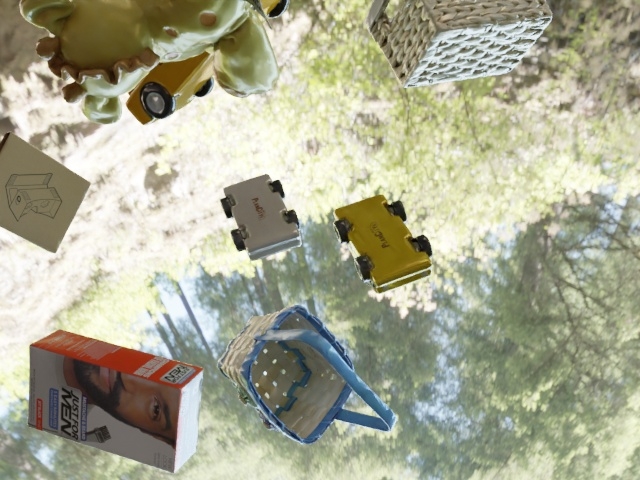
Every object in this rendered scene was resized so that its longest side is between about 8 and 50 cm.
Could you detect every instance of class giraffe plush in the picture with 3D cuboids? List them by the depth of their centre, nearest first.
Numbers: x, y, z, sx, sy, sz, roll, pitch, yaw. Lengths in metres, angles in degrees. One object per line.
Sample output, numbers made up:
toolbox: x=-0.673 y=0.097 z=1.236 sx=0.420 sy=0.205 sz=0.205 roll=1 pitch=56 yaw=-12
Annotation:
giraffe plush: x=-0.139 y=-0.177 z=0.629 sx=0.171 sy=0.181 sz=0.210 roll=-23 pitch=-155 yaw=-1

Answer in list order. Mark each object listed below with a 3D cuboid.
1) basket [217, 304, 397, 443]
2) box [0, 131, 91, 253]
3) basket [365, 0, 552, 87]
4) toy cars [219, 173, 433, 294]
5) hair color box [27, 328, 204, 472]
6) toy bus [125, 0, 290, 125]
basket: x=-0.026 y=0.246 z=1.382 sx=0.289 sy=0.254 sz=0.201 roll=-10 pitch=-143 yaw=48
box: x=-0.550 y=-0.086 z=1.471 sx=0.021 sy=0.201 sz=0.164 roll=12 pitch=-107 yaw=38
basket: x=0.153 y=-0.245 z=0.844 sx=0.167 sy=0.113 sz=0.103 roll=-14 pitch=-111 yaw=-23
toy cars: x=0.000 y=0.000 z=1.122 sx=0.394 sy=0.087 sz=0.176 roll=13 pitch=-137 yaw=31
hair color box: x=-0.203 y=0.155 z=0.757 sx=0.167 sy=0.093 sz=0.053 roll=11 pitch=-163 yaw=15
toy bus: x=-0.148 y=-0.287 z=0.974 sx=0.130 sy=0.333 sz=0.108 roll=50 pitch=-140 yaw=-5
